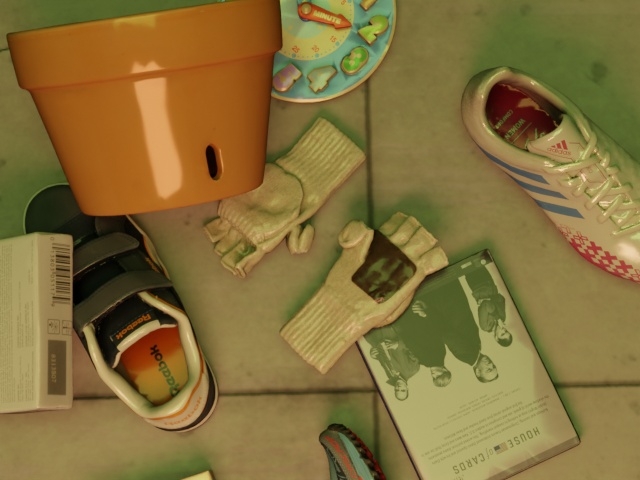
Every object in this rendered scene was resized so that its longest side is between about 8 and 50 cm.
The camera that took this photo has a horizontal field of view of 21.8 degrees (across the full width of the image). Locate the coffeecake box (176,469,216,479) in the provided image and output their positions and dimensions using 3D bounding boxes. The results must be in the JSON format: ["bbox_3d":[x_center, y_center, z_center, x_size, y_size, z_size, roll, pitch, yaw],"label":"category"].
[{"bbox_3d":[-0.158,0.358,1.794,0.142,0.068,0.185,-17,82,-1],"label":"coffeecake box"}]

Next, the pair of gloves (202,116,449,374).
[{"bbox_3d":[0.000,0.000,1.838,0.204,0.042,0.240,-38,74,-3],"label":"pair of gloves"}]

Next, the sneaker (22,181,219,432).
[{"bbox_3d":[-0.218,0.063,1.808,0.126,0.127,0.321,-37,82,-2],"label":"sneaker"}]

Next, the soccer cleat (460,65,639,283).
[{"bbox_3d":[0.285,-0.066,1.805,0.331,0.143,0.116,39,85,5],"label":"soccer cleat"}]

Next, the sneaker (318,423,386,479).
[{"bbox_3d":[0.030,0.329,1.778,0.125,0.104,0.262,-18,82,1],"label":"sneaker"}]

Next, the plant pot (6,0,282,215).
[{"bbox_3d":[-0.172,-0.143,1.772,0.291,0.291,0.203,-9,99,0],"label":"plant pot"}]

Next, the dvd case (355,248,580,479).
[{"bbox_3d":[0.155,0.153,1.836,0.179,0.029,0.239,-25,83,-2],"label":"dvd case"}]

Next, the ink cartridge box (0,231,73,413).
[{"bbox_3d":[-0.363,0.096,1.810,0.232,0.066,0.189,-10,79,44],"label":"ink cartridge box"}]

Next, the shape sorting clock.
[{"bbox_3d":[-0.017,-0.258,1.888,0.206,0.040,0.206,0,82,1],"label":"shape sorting clock"}]
